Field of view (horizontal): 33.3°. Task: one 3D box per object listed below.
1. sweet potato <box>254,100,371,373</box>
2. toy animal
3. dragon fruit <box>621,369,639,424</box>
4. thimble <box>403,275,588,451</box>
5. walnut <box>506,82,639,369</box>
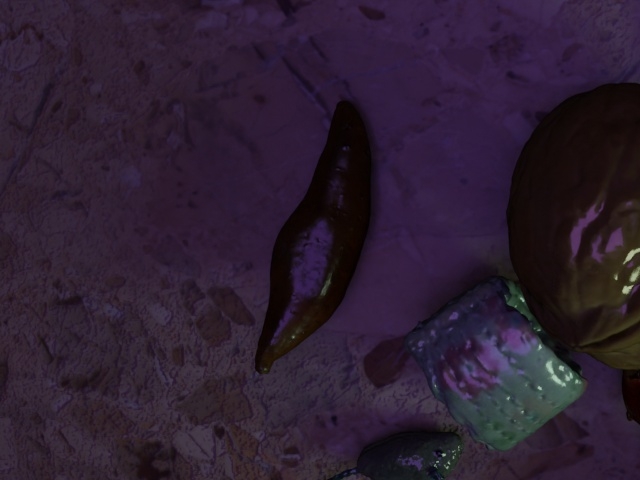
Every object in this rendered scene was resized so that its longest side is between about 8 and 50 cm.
[{"bbox_3d":[0.000,0.005,1.357,0.112,0.112,0.359,23,84,7],"label":"sweet potato"},{"bbox_3d":[0.070,0.309,1.410,0.253,0.070,0.079,-26,76,17],"label":"toy animal"},{"bbox_3d":[0.427,0.204,1.291,0.125,0.125,0.246,1,100,11],"label":"dragon fruit"},{"bbox_3d":[0.206,0.140,1.284,0.149,0.185,0.211,-39,127,13],"label":"thimble"},{"bbox_3d":[0.337,-0.016,1.187,0.252,0.277,0.313,11,64,27],"label":"walnut"}]
